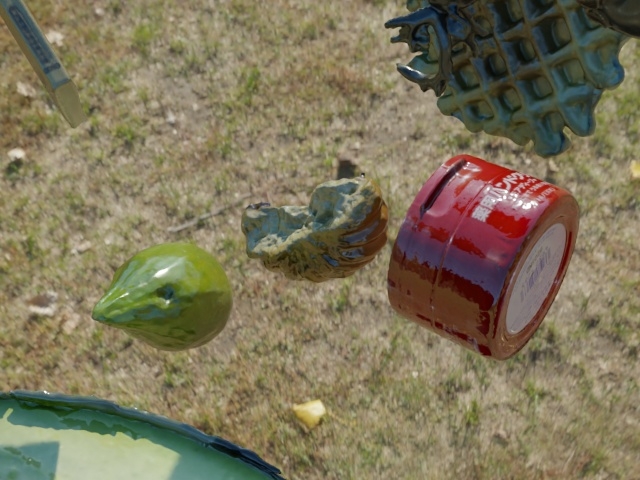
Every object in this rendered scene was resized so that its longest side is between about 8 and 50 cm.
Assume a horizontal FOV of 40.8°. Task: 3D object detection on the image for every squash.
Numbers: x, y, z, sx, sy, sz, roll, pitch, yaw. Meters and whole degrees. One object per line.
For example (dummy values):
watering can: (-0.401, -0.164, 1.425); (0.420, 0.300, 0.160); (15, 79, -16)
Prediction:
squash: (-0.181, 0.217, 0.581); (0.309, 0.210, 0.233); (34, 56, -17)

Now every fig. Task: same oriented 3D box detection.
fig: (-0.217, 0.073, 1.226); (0.167, 0.233, 0.167); (-3, 74, 9)

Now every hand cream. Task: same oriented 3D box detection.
hand cream: (0.169, 0.017, 0.878); (0.125, 0.193, 0.193); (24, 62, 29)

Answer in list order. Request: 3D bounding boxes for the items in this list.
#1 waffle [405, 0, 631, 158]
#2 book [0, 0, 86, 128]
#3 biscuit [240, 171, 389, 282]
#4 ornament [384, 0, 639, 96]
waffle: (0.215, -0.252, 0.958); (0.292, 0.309, 0.056); (33, 43, 31)
book: (-0.206, -0.167, 0.530); (0.016, 0.138, 0.198); (-32, 95, -11)
biscuit: (0.000, 0.000, 0.934); (0.183, 0.118, 0.061); (-19, 30, 32)
ornament: (0.157, -0.177, 0.672); (0.202, 0.236, 0.080); (30, 62, -9)
